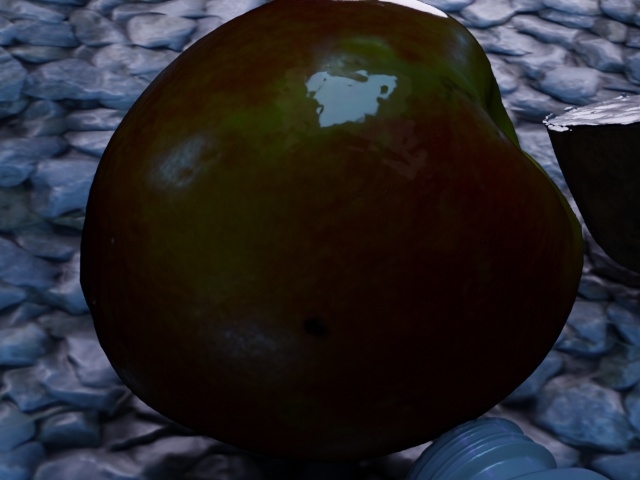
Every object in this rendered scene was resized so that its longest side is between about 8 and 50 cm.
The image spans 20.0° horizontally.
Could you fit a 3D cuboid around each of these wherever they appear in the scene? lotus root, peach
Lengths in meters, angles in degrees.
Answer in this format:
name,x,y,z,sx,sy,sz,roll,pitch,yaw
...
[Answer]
name,x,y,z,sx,sy,sz,roll,pitch,yaw
lotus root,0.352,-0.053,1.679,0.272,0.192,0.272,-14,13,3
peach,0.000,0.000,1.403,0.388,0.388,0.388,5,35,-4

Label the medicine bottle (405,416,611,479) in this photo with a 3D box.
name,x,y,z,sx,sy,sz,roll,pitch,yaw
medicine bottle,0.181,0.264,1.268,0.179,0.124,0.324,-12,42,-26
